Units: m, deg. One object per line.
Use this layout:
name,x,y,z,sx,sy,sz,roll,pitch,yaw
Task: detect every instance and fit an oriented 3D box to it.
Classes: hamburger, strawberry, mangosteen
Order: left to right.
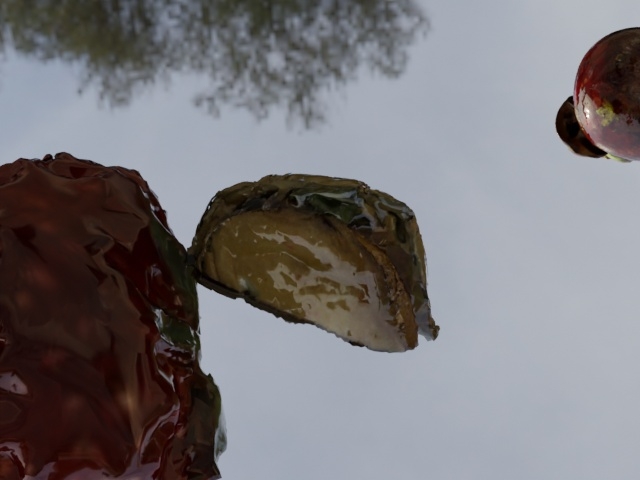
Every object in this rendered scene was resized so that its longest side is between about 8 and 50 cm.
strawberry,-0.249,0.102,1.007,0.345,0.318,0.295,-4,-179,-25
hamburger,0.006,-0.004,0.987,0.176,0.102,0.087,21,-155,13
mangosteen,0.339,-0.159,1.656,0.156,0.146,0.181,3,-179,-9
